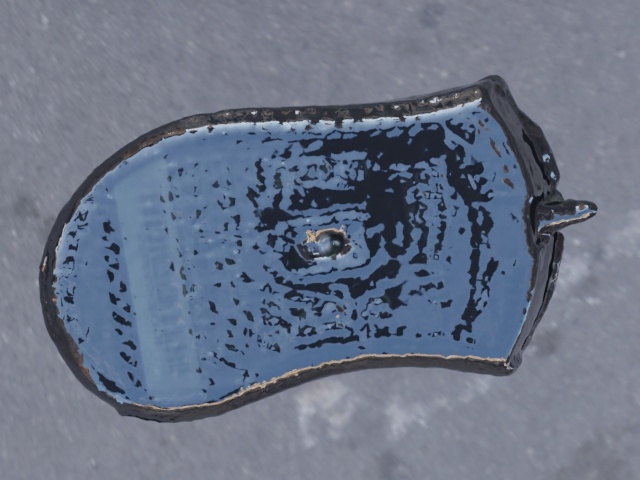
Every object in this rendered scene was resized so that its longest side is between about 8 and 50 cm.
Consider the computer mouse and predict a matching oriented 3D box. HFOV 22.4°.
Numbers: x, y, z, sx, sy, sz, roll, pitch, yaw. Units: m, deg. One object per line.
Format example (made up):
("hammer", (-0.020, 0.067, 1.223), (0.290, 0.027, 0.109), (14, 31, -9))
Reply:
("computer mouse", (0.000, 0.000, 0.776), (0.264, 0.088, 0.147), (-5, 102, -4))
